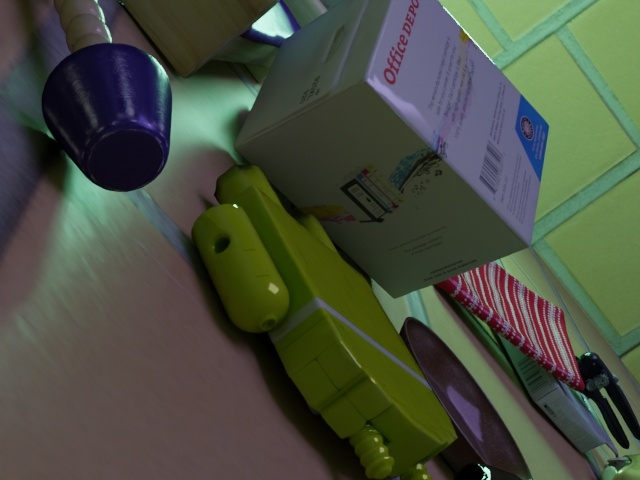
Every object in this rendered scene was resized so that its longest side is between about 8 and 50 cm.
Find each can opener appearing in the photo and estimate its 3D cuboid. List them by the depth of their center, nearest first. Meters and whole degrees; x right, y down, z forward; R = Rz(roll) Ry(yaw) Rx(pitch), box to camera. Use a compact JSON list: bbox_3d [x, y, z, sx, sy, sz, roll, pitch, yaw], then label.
[{"bbox_3d":[0.430,0.236,1.715,0.186,0.059,0.073,51,12,-18],"label":"can opener"}]

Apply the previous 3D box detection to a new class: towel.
[{"bbox_3d":[0.256,0.082,1.611,0.275,0.031,0.199,37,22,-15],"label":"towel"}]

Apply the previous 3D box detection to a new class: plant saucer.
[{"bbox_3d":[0.123,0.159,1.042,0.198,0.036,0.198,50,13,-16],"label":"plant saucer"}]

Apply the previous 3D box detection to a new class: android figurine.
[{"bbox_3d":[0.008,0.066,0.819,0.248,0.056,0.273,40,17,-50],"label":"android figurine"}]

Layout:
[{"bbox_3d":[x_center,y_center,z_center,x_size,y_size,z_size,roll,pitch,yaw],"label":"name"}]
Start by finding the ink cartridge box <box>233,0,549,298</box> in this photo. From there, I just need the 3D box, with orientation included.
[{"bbox_3d":[0.073,-0.097,1.076,0.232,0.168,0.171,43,44,-26],"label":"ink cartridge box"}]

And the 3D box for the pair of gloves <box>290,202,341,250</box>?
[{"bbox_3d":[0.000,0.000,1.080,0.074,0.010,0.083,42,17,-27],"label":"pair of gloves"}]

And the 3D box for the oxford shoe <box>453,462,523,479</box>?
[{"bbox_3d":[0.103,0.217,0.754,0.096,0.083,0.227,29,16,1],"label":"oxford shoe"}]

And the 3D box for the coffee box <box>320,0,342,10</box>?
[{"bbox_3d":[-0.035,-0.300,1.480,0.098,0.141,0.246,51,13,-10],"label":"coffee box"}]

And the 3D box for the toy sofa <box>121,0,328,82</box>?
[{"bbox_3d":[-0.073,-0.271,1.173,0.150,0.177,0.362,53,11,0],"label":"toy sofa"}]

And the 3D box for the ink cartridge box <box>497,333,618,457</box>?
[{"bbox_3d":[0.337,0.203,1.702,0.224,0.045,0.223,45,15,-38],"label":"ink cartridge box"}]

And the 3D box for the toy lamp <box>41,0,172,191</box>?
[{"bbox_3d":[-0.148,-0.130,0.733,0.080,0.080,0.275,43,16,-41],"label":"toy lamp"}]

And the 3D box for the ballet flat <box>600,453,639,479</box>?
[{"bbox_3d":[0.434,0.334,1.629,0.073,0.080,0.232,18,-5,10],"label":"ballet flat"}]

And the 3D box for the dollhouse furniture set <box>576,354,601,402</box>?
[{"bbox_3d":[0.434,0.245,1.878,0.058,0.076,0.152,51,12,-9],"label":"dollhouse furniture set"}]
